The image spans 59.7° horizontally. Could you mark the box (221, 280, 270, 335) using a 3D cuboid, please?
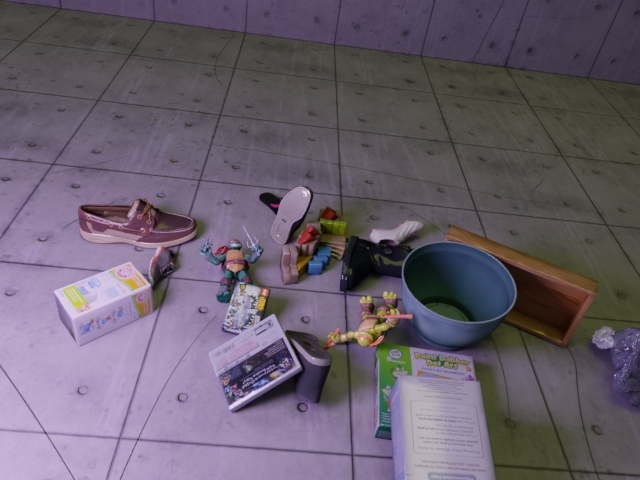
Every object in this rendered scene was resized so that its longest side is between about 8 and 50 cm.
[{"bbox_3d":[-0.193,0.181,1.455,0.094,0.027,0.136,14,67,0],"label":"box"}]

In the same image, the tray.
[{"bbox_3d":[0.532,0.126,1.582,0.411,0.202,0.076,24,38,17],"label":"tray"}]

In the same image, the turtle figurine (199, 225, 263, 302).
[{"bbox_3d":[-0.240,0.061,1.574,0.176,0.118,0.234,-12,58,2],"label":"turtle figurine"}]

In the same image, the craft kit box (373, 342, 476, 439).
[{"bbox_3d":[0.256,0.372,1.347,0.250,0.060,0.246,9,36,-2],"label":"craft kit box"}]

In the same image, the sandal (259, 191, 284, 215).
[{"bbox_3d":[-0.139,-0.122,1.876,0.179,0.040,0.067,35,45,28],"label":"sandal"}]

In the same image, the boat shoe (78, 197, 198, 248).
[{"bbox_3d":[-0.539,-0.062,1.654,0.343,0.123,0.123,3,39,-8],"label":"boat shoe"}]

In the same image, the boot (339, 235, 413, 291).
[{"bbox_3d":[0.172,0.077,1.654,0.207,0.094,0.246,10,33,7],"label":"boot"}]

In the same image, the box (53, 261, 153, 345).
[{"bbox_3d":[-0.540,0.155,1.405,0.203,0.103,0.114,-24,50,-35],"label":"box"}]

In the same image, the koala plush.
[{"bbox_3d":[0.835,0.308,1.478,0.197,0.203,0.221,18,18,-4],"label":"koala plush"}]

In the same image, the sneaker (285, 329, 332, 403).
[{"bbox_3d":[-0.047,0.300,1.358,0.083,0.118,0.222,10,8,-20],"label":"sneaker"}]

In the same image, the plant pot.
[{"bbox_3d":[0.348,0.169,1.494,0.294,0.196,0.293,3,42,-3],"label":"plant pot"}]

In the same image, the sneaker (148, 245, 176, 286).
[{"bbox_3d":[-0.441,0.072,1.566,0.065,0.061,0.157,12,39,-7],"label":"sneaker"}]

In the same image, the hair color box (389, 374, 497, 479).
[{"bbox_3d":[0.247,0.471,1.126,0.186,0.113,0.374,6,49,-4],"label":"hair color box"}]

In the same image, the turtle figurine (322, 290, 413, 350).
[{"bbox_3d":[0.143,0.213,1.442,0.087,0.270,0.217,56,29,-10],"label":"turtle figurine"}]

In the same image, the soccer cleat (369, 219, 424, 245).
[{"bbox_3d":[0.253,-0.014,1.813,0.197,0.068,0.076,-13,49,-15],"label":"soccer cleat"}]

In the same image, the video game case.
[{"bbox_3d":[-0.158,0.286,1.324,0.191,0.022,0.173,-31,48,-3],"label":"video game case"}]

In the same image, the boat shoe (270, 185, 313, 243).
[{"bbox_3d":[-0.079,-0.087,1.699,0.084,0.233,0.079,44,44,12],"label":"boat shoe"}]

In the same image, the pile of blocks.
[{"bbox_3d":[0.000,0.000,1.700,0.149,0.112,0.362,22,41,15],"label":"pile of blocks"}]
